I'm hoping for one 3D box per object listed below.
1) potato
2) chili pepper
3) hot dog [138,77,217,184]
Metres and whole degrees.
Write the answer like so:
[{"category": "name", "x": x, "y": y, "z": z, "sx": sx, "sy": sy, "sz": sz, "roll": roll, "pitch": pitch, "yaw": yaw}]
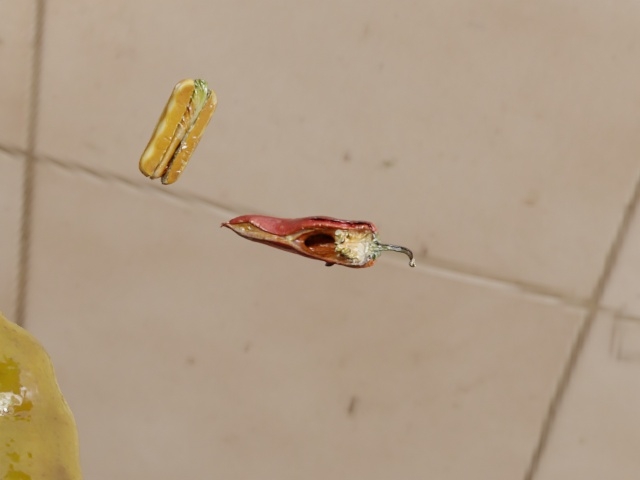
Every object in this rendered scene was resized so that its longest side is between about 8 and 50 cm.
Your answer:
[{"category": "potato", "x": -0.290, "y": 0.188, "z": 1.469, "sx": 0.195, "sy": 0.369, "sz": 0.176, "roll": 18, "pitch": 124, "yaw": -37}, {"category": "chili pepper", "x": 0.000, "y": 0.000, "z": 2.196, "sx": 0.268, "sy": 0.059, "sz": 0.050, "roll": 7, "pitch": 179, "yaw": 33}, {"category": "hot dog", "x": -0.103, "y": -0.080, "z": 1.341, "sx": 0.037, "sy": 0.021, "sz": 0.083, "roll": 27, "pitch": 96, "yaw": -27}]
